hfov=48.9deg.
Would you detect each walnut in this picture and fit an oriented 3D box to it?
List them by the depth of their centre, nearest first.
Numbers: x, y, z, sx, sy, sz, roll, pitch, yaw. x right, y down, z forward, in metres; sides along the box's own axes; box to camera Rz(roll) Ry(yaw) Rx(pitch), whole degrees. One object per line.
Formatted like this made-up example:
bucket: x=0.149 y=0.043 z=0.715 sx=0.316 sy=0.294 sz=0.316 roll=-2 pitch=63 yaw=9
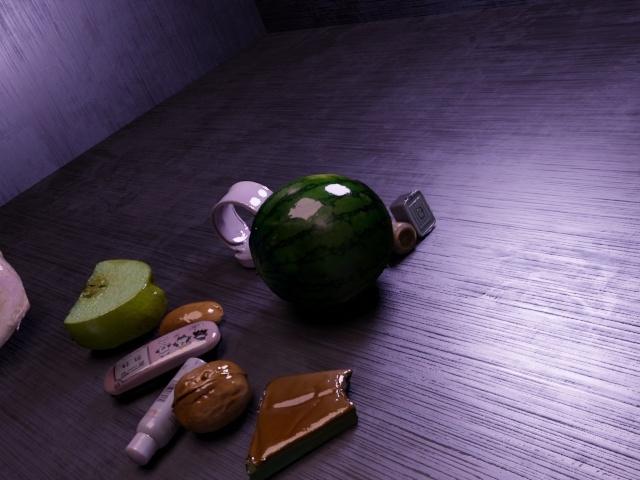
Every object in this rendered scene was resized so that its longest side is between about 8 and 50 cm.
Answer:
walnut: x=-0.238 y=0.342 z=1.537 sx=0.180 sy=0.144 sz=0.144 roll=-19 pitch=29 yaw=-11

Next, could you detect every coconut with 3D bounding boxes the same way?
coconut: x=-1.099 y=0.165 z=2.169 sx=0.405 sy=0.404 sz=0.404 roll=-17 pitch=30 yaw=10

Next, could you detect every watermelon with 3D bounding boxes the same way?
watermelon: x=0.000 y=0.000 z=1.733 sx=0.363 sy=0.363 sz=0.363 roll=-17 pitch=30 yaw=10

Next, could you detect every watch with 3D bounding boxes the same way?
watch: x=-0.177 y=-0.063 z=2.056 sx=0.244 sy=0.231 sz=0.196 roll=-6 pitch=31 yaw=32

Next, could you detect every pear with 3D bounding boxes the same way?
pear: x=-0.548 y=0.183 z=1.986 sx=0.292 sy=0.159 sz=0.292 roll=-16 pitch=34 yaw=11

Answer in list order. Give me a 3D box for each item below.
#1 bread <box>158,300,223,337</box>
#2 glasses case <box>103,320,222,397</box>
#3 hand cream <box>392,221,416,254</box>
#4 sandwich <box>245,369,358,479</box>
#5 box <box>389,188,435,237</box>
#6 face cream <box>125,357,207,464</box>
bread: x=-0.353 y=0.212 z=1.888 sx=0.189 sy=0.077 sz=0.114 roll=-17 pitch=34 yaw=6
glasses case: x=-0.395 y=0.297 z=1.772 sx=0.314 sy=0.075 sz=0.122 roll=-26 pitch=28 yaw=-4
hand cream: x=0.166 y=-0.020 z=1.908 sx=0.084 sy=0.084 sz=0.203 roll=-37 pitch=28 yaw=-23
sandwich: x=-0.028 y=0.365 z=1.425 sx=0.212 sy=0.063 sz=0.245 roll=-11 pitch=33 yaw=17
box: x=0.245 y=-0.071 z=1.897 sx=0.069 sy=0.122 sz=0.084 roll=-5 pitch=31 yaw=50
face cream: x=-0.339 y=0.384 z=1.587 sx=0.082 sy=0.082 sz=0.269 roll=-2 pitch=35 yaw=32
